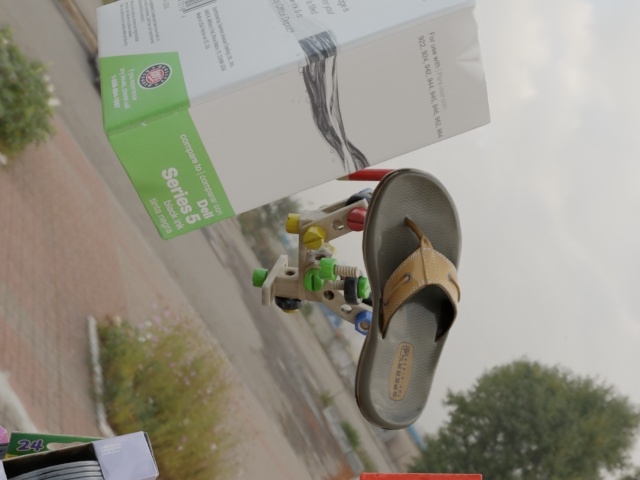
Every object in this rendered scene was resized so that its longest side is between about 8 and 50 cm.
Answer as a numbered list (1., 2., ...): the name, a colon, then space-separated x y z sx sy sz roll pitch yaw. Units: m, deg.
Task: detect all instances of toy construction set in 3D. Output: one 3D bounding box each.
1. toy construction set: 0.000 0.000 1.474 0.257 0.237 0.309 71 28 -50

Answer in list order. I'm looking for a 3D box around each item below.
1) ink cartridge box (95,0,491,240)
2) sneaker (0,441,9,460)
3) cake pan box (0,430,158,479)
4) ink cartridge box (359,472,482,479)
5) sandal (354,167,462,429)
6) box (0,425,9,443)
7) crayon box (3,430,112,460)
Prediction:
1. ink cartridge box: -0.027 -0.141 0.668 0.198 0.272 0.115 -109 180 -47
2. sneaker: -0.543 0.408 1.520 0.234 0.097 0.084 26 -13 -11
3. cake pan box: -0.352 0.332 1.014 0.245 0.267 0.070 -4 55 -41
4. ink cartridge box: 0.141 0.455 1.197 0.066 0.189 0.232 -125 -142 -77
5. sandal: 0.075 0.051 0.687 0.060 0.090 0.219 -169 -91 -72
6. box: -0.732 0.419 1.674 0.213 0.117 0.243 31 -39 15
7. crayon box: -0.413 0.436 1.319 0.083 0.203 0.323 -108 -144 -47
